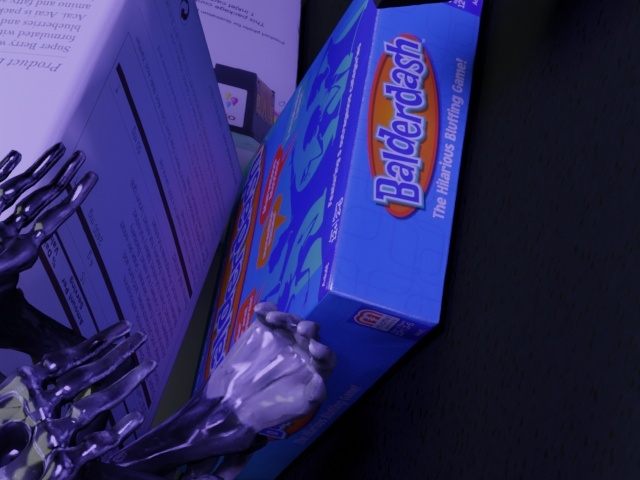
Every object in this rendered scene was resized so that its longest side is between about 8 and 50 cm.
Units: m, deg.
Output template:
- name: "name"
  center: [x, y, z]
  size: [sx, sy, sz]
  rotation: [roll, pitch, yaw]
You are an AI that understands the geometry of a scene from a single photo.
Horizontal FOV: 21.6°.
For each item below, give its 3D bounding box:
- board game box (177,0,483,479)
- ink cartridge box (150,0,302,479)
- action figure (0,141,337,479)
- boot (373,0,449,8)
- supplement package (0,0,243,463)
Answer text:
- name: "board game box"
  center: [0.000, 0.000, 0.717]
  size: [0.210, 0.047, 0.160]
  rotation: [127, 157, -57]
- name: "ink cartridge box"
  center: [-0.100, -0.018, 0.991]
  size: [0.278, 0.117, 0.201]
  rotation: [-88, 21, -51]
- name: "action figure"
  center: [-0.038, 0.100, 0.546]
  size: [0.164, 0.141, 0.276]
  rotation: [57, 175, 39]
- name: "boot"
  center: [0.056, -0.179, 0.535]
  size: [0.198, 0.077, 0.137]
  rotation: [-44, 69, 43]
- name: "supplement package"
  center: [-0.166, 0.018, 0.680]
  size: [0.175, 0.177, 0.293]
  rotation: [78, -156, -48]
